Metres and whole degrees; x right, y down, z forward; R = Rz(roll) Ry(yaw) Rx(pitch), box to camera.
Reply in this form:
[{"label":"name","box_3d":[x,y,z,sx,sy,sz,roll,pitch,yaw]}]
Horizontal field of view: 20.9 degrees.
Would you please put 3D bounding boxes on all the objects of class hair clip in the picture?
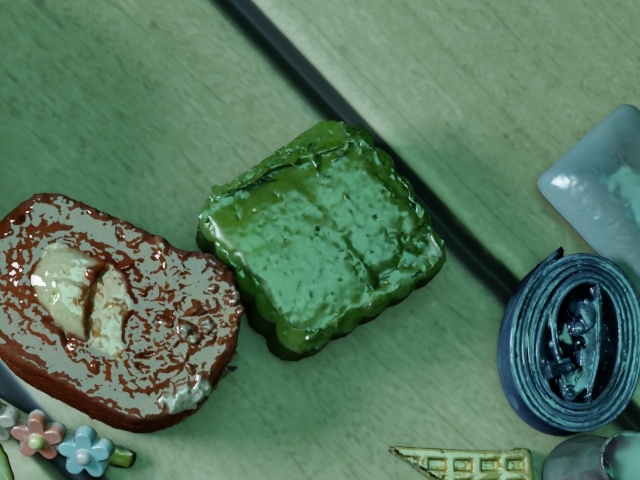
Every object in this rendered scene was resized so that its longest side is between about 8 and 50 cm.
[{"label":"hair clip","box_3d":[-0.290,0.189,1.731,0.214,0.062,0.056,24,36,3]}]

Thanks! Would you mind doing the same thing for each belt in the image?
[{"label":"belt","box_3d":[0.257,0.103,1.771,0.141,0.082,0.190,12,78,-7]}]

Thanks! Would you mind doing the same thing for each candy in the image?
[{"label":"candy","box_3d":[0.329,-0.043,1.806,0.138,0.071,0.174,-41,76,-1]}]

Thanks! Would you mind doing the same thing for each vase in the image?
[{"label":"vase","box_3d":[0.276,0.223,1.679,0.086,0.214,0.086,1,78,-4]}]

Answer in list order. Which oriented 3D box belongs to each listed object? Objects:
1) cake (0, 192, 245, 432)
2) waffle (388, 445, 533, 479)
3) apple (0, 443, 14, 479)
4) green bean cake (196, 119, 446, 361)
[{"label":"cake","box_3d":[-0.213,0.079,1.713,0.283,0.151,0.177,24,74,-3]},{"label":"waffle","box_3d":[0.144,0.256,1.761,0.152,0.023,0.097,3,77,-4]},{"label":"apple","box_3d":[-0.428,0.324,1.593,0.254,0.179,0.346,23,44,37]},{"label":"green bean cake","box_3d":[0.000,0.000,1.761,0.214,0.113,0.200,-35,82,-10]}]
